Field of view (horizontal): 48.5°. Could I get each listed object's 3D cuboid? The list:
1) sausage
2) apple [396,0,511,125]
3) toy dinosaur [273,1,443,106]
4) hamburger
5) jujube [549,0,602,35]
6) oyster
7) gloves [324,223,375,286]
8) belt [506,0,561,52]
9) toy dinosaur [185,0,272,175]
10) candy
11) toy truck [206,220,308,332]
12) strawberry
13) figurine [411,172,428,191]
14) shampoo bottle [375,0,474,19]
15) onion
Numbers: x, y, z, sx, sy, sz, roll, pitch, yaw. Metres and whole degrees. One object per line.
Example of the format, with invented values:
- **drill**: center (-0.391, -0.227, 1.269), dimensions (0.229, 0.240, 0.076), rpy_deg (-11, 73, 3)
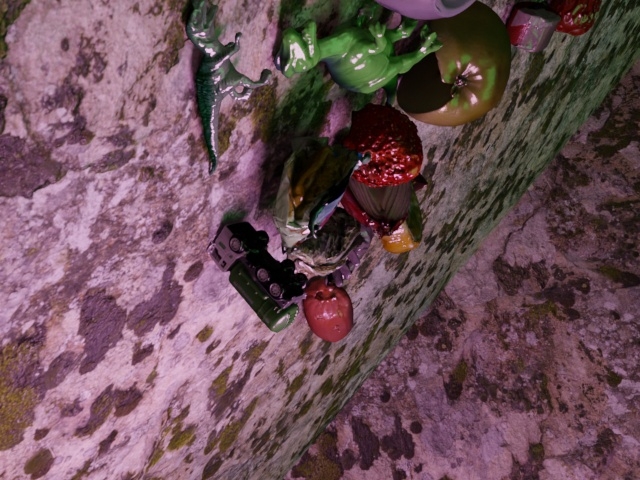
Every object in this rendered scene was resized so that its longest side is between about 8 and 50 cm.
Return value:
- **sausage**: center (0.026, 0.213, 2.144), dimensions (0.152, 0.152, 0.279), rpy_deg (-47, 158, -14)
- **apple**: center (0.324, -0.403, 1.649), dimensions (0.257, 0.234, 0.295), rpy_deg (-99, -162, -53)
- **toy dinosaur**: center (0.060, -0.322, 1.503), dimensions (0.375, 0.144, 0.500), rpy_deg (-28, 162, -20)
- **hamburger**: center (-0.025, -0.121, 1.475), dimensions (0.260, 0.151, 0.276), rpy_deg (-60, -169, -23)
- **jujube**: center (0.822, -0.769, 2.268), dimensions (0.155, 0.155, 0.230), rpy_deg (-3, 117, -62)
- **oyster**: center (-0.004, 0.003, 1.694), dimensions (0.162, 0.158, 0.351), rpy_deg (-35, -179, 26)
- **gloves**: center (0.095, 0.015, 2.037), dimensions (0.285, 0.119, 0.142), rpy_deg (-59, 150, -24)
- **belt**: center (0.623, -0.638, 2.086), dimensions (0.201, 0.128, 0.124), rpy_deg (-32, 149, -48)
- **toy dinosaur**: center (-0.146, -0.242, 1.215), dimensions (0.130, 0.076, 0.382), rpy_deg (-12, 139, -10)
- **candy**: center (0.198, -0.090, 1.928), dimensions (0.118, 0.259, 0.260), rpy_deg (-13, 169, 21)
- **toy truck**: center (-0.131, 0.077, 1.521), dimensions (0.125, 0.242, 0.101), rpy_deg (-51, 161, 29)
- **strawberry**: center (0.151, -0.198, 1.571), dimensions (0.184, 0.201, 0.186), rpy_deg (26, 96, -43)
- **figurine**: center (0.254, -0.171, 2.130), dimensions (0.098, 0.082, 0.154), rpy_deg (-45, 161, 17)
- **shampoo bottle**: center (0.155, -0.520, 1.165), dimensions (0.273, 0.266, 0.273), rpy_deg (-42, 158, -22)
- **onion**: center (0.113, -0.113, 1.716), dimensions (0.227, 0.283, 0.120), rpy_deg (17, 145, -29)
